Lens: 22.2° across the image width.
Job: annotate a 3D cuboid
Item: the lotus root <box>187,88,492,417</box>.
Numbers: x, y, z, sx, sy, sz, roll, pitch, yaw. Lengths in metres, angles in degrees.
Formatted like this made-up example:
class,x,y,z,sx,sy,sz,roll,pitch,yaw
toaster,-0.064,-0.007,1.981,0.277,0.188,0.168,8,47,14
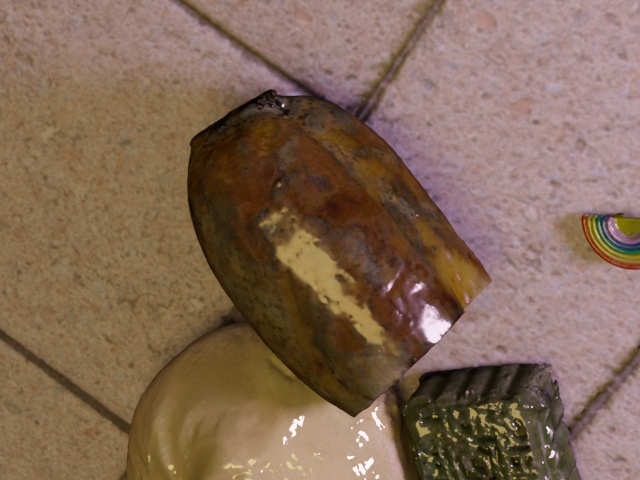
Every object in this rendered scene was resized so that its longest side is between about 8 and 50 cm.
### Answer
class,x,y,z,sx,sy,sz,roll,pitch,yaw
lotus root,0.000,0.000,1.744,0.250,0.250,0.346,-38,90,30

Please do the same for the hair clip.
class,x,y,z,sx,sy,sz,roll,pitch,yaw
hair clip,0.367,0.002,1.707,0.188,0.033,0.060,1,113,21

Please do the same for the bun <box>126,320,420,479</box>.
class,x,y,z,sx,sy,sz,roll,pitch,yaw
bun,-0.066,0.284,1.903,0.364,0.202,0.364,7,114,16

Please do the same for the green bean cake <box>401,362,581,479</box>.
class,x,y,z,sx,sy,sz,roll,pitch,yaw
green bean cake,0.193,0.238,1.841,0.173,0.094,0.181,-5,109,24
